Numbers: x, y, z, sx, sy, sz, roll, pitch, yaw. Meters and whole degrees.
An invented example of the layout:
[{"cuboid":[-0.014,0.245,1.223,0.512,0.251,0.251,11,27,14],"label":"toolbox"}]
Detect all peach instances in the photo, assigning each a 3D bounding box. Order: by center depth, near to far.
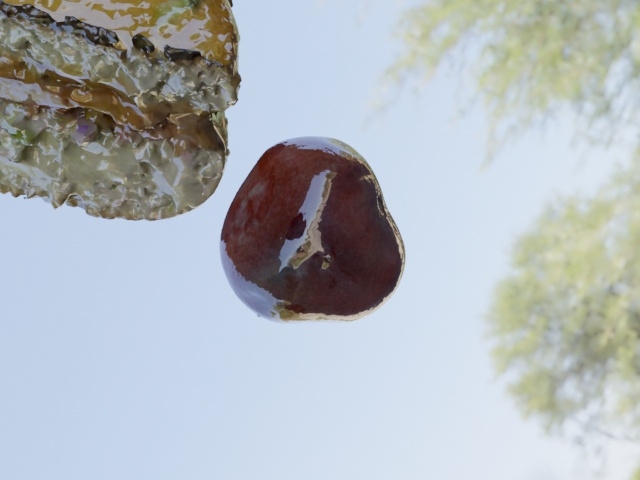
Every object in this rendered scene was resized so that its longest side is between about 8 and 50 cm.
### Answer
[{"cuboid":[0.000,0.000,1.215,0.152,0.152,0.152,-56,-19,-31],"label":"peach"}]

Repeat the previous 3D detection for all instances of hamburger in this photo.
[{"cuboid":[-0.257,-0.206,1.481,0.268,0.445,0.287,95,-166,-48],"label":"hamburger"}]
